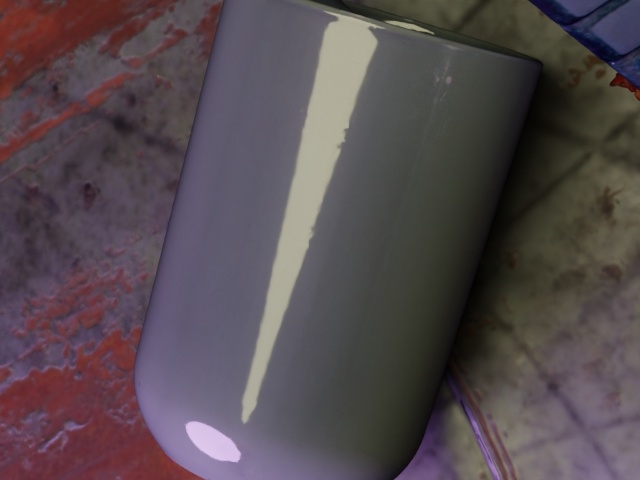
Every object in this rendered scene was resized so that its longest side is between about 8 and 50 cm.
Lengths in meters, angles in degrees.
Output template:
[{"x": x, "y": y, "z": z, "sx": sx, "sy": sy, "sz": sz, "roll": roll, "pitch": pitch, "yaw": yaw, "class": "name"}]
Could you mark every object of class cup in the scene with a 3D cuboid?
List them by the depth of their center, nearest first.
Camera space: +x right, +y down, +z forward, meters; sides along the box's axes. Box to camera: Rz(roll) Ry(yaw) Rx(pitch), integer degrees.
[{"x": 0.000, "y": 0.000, "z": 1.150, "sx": 0.205, "sy": 0.205, "sz": 0.312, "roll": 21, "pitch": 100, "yaw": 23, "class": "cup"}]

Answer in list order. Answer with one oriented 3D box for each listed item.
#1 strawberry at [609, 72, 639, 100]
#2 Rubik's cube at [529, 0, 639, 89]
[{"x": 0.274, "y": -0.132, "z": 1.099, "sx": 0.188, "sy": 0.082, "sz": 0.121, "roll": -17, "pitch": 68, "yaw": 34, "class": "strawberry"}, {"x": 0.204, "y": -0.284, "z": 0.969, "sx": 0.292, "sy": 0.287, "sz": 0.293, "roll": -35, "pitch": 57, "yaw": 20, "class": "Rubik's cube"}]
